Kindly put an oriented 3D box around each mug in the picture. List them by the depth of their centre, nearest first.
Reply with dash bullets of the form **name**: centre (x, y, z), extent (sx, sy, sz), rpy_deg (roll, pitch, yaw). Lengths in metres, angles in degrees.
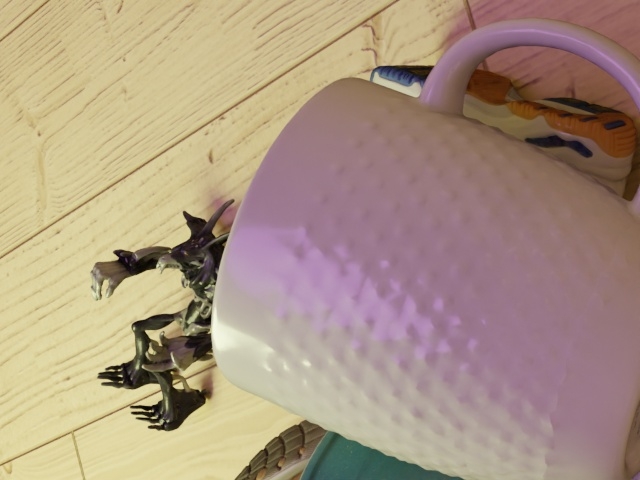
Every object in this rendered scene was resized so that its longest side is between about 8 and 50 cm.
- **mug**: centre (0.140, 0.007, 1.511), extent (0.328, 0.276, 0.374), rpy_deg (23, 96, 21)

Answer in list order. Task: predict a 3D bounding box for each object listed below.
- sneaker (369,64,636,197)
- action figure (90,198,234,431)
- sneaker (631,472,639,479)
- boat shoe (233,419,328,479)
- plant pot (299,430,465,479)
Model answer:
- **sneaker**: centre (0.143, -0.076, 1.693), extent (0.296, 0.112, 0.131), rpy_deg (26, 116, 47)
- **action figure**: centre (-0.163, 0.081, 2.076), extent (0.164, 0.141, 0.275), rpy_deg (51, 135, 35)
- **sneaker**: centre (0.290, 0.143, 1.585), extent (0.170, 0.068, 0.071), rpy_deg (-59, 47, 39)
- **boat shoe**: centre (-0.051, 0.297, 2.009), extent (0.116, 0.123, 0.324), rpy_deg (43, 126, -5)
- **plant pot**: centre (0.143, 0.285, 1.650), extent (0.255, 0.271, 0.271), rpy_deg (10, 104, 35)
